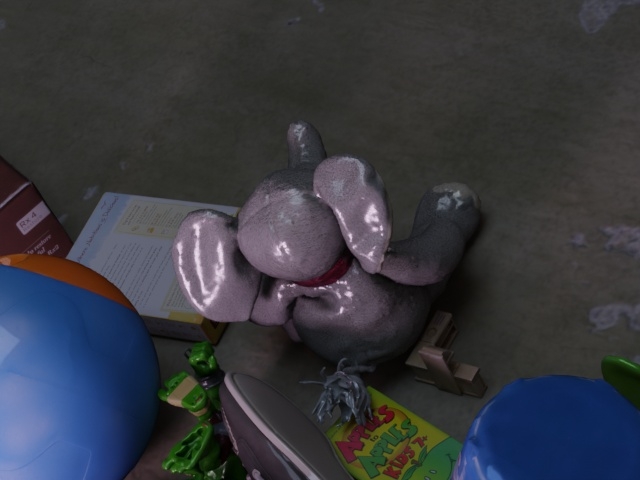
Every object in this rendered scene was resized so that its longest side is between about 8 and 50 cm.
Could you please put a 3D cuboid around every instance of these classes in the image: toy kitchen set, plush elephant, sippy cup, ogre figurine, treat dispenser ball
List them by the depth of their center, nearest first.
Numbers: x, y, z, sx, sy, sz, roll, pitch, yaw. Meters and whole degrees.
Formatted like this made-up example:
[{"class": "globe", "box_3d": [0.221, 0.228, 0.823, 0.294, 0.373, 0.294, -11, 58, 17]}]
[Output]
[{"class": "sippy cup", "box_3d": [0.206, 0.242, 1.692, 0.240, 0.224, 0.305, -5, 51, -3]}, {"class": "toy kitchen set", "box_3d": [0.138, 0.110, 2.004, 0.083, 0.068, 0.075, 13, 59, 35]}, {"class": "ogre figurine", "box_3d": [-0.111, 0.216, 2.005, 0.097, 0.118, 0.197, -30, 42, 6]}, {"class": "plush elephant", "box_3d": [0.000, 0.000, 2.007, 0.272, 0.255, 0.330, -13, 35, 18]}, {"class": "treat dispenser ball", "box_3d": [-0.314, 0.157, 2.041, 0.288, 0.288, 0.288, -15, 46, 16]}]

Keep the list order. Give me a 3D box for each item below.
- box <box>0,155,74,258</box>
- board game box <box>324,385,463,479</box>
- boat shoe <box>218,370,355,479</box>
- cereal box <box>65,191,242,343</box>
[{"class": "box", "box_3d": [-0.497, -0.051, 2.434, 0.191, 0.143, 0.381, -41, 43, -12]}, {"class": "board game box", "box_3d": [0.086, 0.228, 1.943, 0.092, 0.043, 0.181, -46, 46, -16]}, {"class": "boat shoe", "box_3d": [-0.013, 0.259, 1.894, 0.335, 0.112, 0.095, 44, 106, 35]}, {"class": "cereal box", "box_3d": [-0.192, 0.029, 2.264, 0.240, 0.047, 0.173, 7, 55, 33]}]
